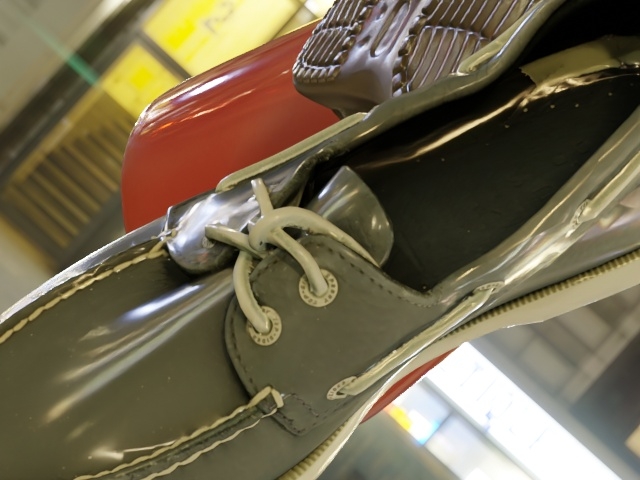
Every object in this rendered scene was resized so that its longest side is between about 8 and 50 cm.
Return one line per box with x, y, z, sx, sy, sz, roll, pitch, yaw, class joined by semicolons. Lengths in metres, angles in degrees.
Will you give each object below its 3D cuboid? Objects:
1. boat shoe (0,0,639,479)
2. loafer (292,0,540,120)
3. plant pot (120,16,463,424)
0.000;0.000;0.559;0.116;0.319;0.099;57;-13;33;boat shoe
0.078;-0.079;0.841;0.092;0.102;0.268;30;-1;-25;loafer
0.044;-0.039;1.166;0.275;0.243;0.275;28;46;-34;plant pot
